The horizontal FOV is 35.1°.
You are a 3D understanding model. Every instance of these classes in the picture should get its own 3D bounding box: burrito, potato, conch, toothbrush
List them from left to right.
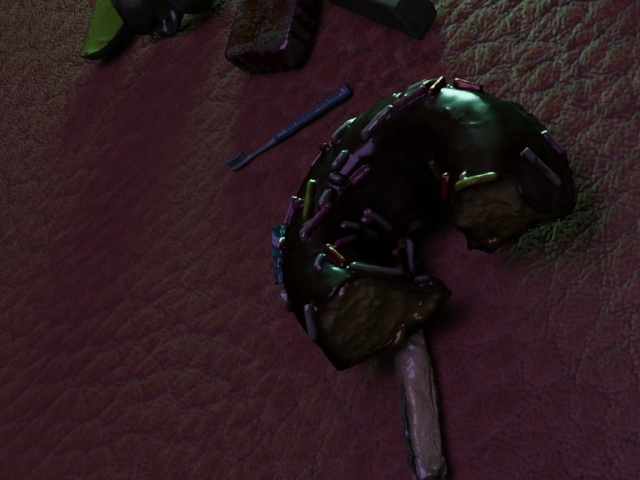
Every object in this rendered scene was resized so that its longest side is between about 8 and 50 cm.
[{"bbox_3d":[-0.345,-0.393,1.747,0.119,0.054,0.198,28,93,40],"label":"potato"},{"bbox_3d":[-0.240,-0.414,1.619,0.188,0.122,0.176,11,119,36],"label":"conch"},{"bbox_3d":[-0.046,-0.154,1.397,0.219,0.019,0.016,-29,38,26],"label":"toothbrush"},{"bbox_3d":[0.105,0.177,1.093,0.045,0.041,0.185,0,60,-5],"label":"burrito"}]

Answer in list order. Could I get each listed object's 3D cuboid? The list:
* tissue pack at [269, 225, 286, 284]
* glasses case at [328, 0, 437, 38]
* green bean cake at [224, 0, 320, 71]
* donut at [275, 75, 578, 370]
[{"bbox_3d":[0.000,0.000,1.279,0.138,0.028,0.085,-20,61,27],"label":"tissue pack"},{"bbox_3d":[0.064,-0.332,1.357,0.047,0.071,0.205,-54,45,0],"label":"glasses case"},{"bbox_3d":[-0.067,-0.313,1.467,0.135,0.056,0.135,2,69,41],"label":"green bean cake"},{"bbox_3d":[0.093,-0.047,1.103,0.345,0.136,0.259,-35,47,21],"label":"donut"}]
